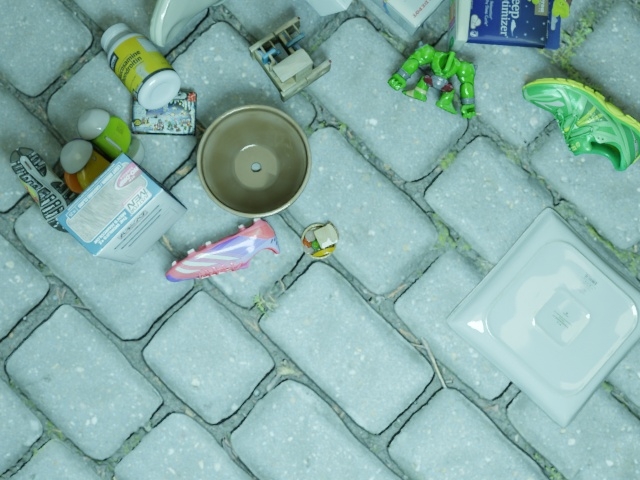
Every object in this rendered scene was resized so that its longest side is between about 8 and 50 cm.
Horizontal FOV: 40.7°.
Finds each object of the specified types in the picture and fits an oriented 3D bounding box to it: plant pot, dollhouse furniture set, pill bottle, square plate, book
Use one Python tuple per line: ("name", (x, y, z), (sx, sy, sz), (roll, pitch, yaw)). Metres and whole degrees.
("plant pot", (-0.137, -0.161, 1.819), (0.238, 0.110, 0.237), (0, 86, -1))
("dollhouse furniture set", (-0.062, -0.394, 1.798), (0.129, 0.183, 0.129), (-35, 88, -4))
("pill bottle", (-0.383, -0.370, 1.816), (0.103, 0.103, 0.184), (-39, 70, -4))
("square plate", (0.509, 0.164, 1.849), (0.347, 0.049, 0.344), (42, 87, 1))
("book", (0.297, -0.487, 1.860), (0.035, 0.096, 0.144), (4, 86, -5))

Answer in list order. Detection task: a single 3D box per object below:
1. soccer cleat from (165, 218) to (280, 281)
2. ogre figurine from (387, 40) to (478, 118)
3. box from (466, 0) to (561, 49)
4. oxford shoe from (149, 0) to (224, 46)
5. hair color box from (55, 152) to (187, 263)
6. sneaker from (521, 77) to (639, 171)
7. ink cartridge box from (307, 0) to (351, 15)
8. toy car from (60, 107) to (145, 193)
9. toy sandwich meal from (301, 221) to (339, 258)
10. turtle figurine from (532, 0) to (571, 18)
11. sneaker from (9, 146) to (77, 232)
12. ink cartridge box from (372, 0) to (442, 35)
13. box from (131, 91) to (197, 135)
("soccer cleat", (-0.206, 0.038, 1.823), (0.248, 0.083, 0.095), (-28, 92, -6))
("ogre figurine", (0.257, -0.347, 1.852), (0.197, 0.097, 0.118), (24, 98, 11))
("box", (0.422, -0.496, 1.895), (0.225, 0.036, 0.136), (4, 86, -3))
("oxford shoe", (-0.202, -0.585, 1.821), (0.130, 0.169, 0.449), (36, 81, -1))
("hair color box", (-0.376, -0.053, 1.686), (0.105, 0.347, 0.174), (44, 86, 1))
("sneaker", (0.560, -0.250, 1.846), (0.296, 0.109, 0.123), (30, 82, 0))
("ink cartridge box", (0.030, -0.596, 1.773), (0.154, 0.093, 0.212), (41, 69, -30))
("toy car", (-0.471, -0.177, 1.803), (0.136, 0.159, 0.182), (-1, 59, 40))
("toy sandwich meal", (0.000, 0.000, 1.853), (0.086, 0.029, 0.085), (0, 86, -2))
("turtle figurine", (0.550, -0.584, 1.857), (0.270, 0.087, 0.217), (36, 72, -2))
("sneaker", (-0.577, -0.111, 1.822), (0.081, 0.094, 0.208), (-34, 111, -15))
("ink cartridge box", (0.179, -0.552, 1.871), (0.175, 0.072, 0.127), (43, 87, 1))
("box", (-0.337, -0.275, 1.861), (0.137, 0.027, 0.093), (1, 85, -1))
